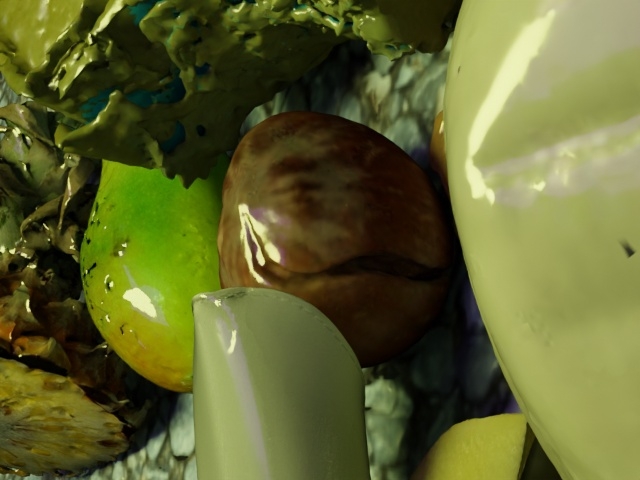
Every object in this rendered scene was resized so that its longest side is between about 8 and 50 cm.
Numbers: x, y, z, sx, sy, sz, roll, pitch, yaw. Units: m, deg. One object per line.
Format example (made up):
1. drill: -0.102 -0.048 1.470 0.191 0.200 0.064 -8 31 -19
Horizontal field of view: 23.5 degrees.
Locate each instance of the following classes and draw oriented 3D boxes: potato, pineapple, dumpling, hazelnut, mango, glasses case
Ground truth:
1. potato: 0.091 0.132 0.756 0.103 0.066 0.096 -1 64 62
2. pineapple: -0.238 0.013 1.185 0.262 0.262 0.271 -32 41 48
3. dumpling: 0.187 -0.010 0.514 0.315 0.233 0.395 -5 88 59
4. hazelnut: 0.000 0.000 0.874 0.143 0.143 0.154 -35 52 47
5. mango: -0.106 0.001 1.045 0.111 0.125 0.233 83 166 -59
6. glasses case: -0.014 0.178 0.802 0.128 0.083 0.308 158 106 -76

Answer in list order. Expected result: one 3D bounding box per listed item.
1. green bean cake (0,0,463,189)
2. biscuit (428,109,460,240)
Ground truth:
1. green bean cake: -0.049 -0.165 0.938 0.310 0.202 0.285 -51 50 19
2. biscuit: 0.119 -0.076 0.817 0.184 0.027 0.133 -40 47 44
